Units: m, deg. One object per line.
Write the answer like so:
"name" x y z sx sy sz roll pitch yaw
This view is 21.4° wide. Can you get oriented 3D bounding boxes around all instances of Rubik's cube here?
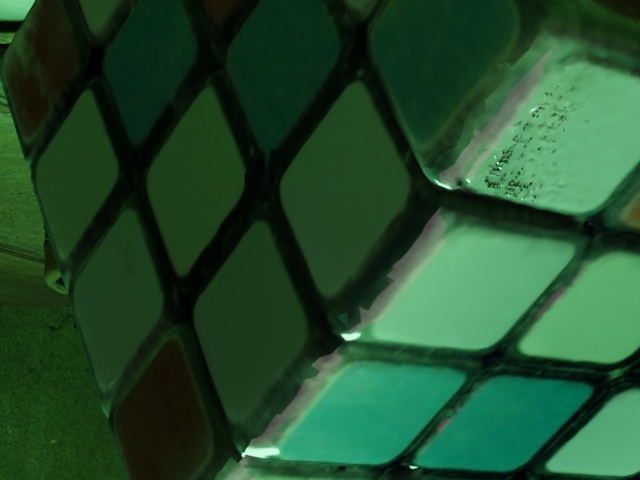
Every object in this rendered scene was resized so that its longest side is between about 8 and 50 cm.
"Rubik's cube" 0.062 -0.047 0.639 0.256 0.259 0.253 10 134 -36

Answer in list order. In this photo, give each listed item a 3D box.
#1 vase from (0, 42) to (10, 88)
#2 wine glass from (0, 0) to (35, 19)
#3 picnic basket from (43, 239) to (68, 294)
"vase" -0.252 -0.128 1.241 0.167 0.059 0.059 3 171 21
"wine glass" -0.167 -0.160 0.775 0.241 0.126 0.126 3 171 35
"picnic basket" 0.000 0.000 1.143 0.321 0.291 0.254 -18 159 39
